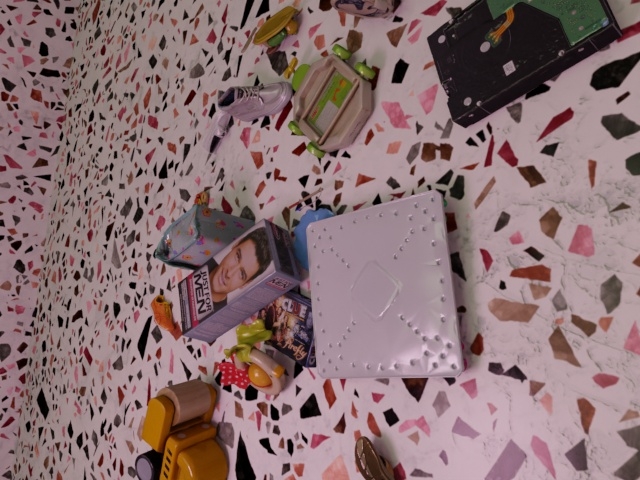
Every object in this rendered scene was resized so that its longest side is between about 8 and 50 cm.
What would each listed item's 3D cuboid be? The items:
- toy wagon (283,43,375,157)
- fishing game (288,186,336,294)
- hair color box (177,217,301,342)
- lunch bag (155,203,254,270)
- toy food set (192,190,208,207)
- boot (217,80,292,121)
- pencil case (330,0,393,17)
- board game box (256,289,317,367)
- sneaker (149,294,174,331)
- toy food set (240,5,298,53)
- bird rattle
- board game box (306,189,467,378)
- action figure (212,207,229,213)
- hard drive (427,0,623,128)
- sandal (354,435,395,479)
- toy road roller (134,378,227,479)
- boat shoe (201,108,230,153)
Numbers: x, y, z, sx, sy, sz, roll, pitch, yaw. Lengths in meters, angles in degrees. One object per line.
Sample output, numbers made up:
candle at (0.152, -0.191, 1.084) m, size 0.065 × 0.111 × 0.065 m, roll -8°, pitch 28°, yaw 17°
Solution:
toy wagon at (0.009, -0.404, 1.464) m, size 0.267 × 0.068 × 0.344 m, roll -56°, pitch 48°, yaw 22°
fishing game at (0.000, 0.000, 1.419) m, size 0.189 × 0.041 × 0.264 m, roll -27°, pitch 72°, yaw 39°
hair color box at (-0.243, 0.122, 1.512) m, size 0.374 × 0.113 × 0.186 m, roll -34°, pitch 52°, yaw 23°
lunch bag at (-0.363, 0.023, 1.648) m, size 0.262 × 0.223 × 0.160 m, roll -33°, pitch 53°, yaw 37°
toy food set at (-0.429, -0.137, 1.889) m, size 0.083 × 0.020 × 0.083 m, roll 13°, pitch 92°, yaw 45°
boot at (-0.214, -0.444, 1.654) m, size 0.258 × 0.123 × 0.095 m, roll -13°, pitch 73°, yaw 43°
pencil case at (0.140, -0.768, 1.332) m, size 0.183 × 0.159 × 0.411 m, roll 11°, pitch 91°, yaw 60°
board game box at (-0.084, 0.226, 1.457) m, size 0.243 × 0.042 × 0.165 m, roll 19°, pitch 96°, yaw 45°
sneaker at (-0.580, 0.266, 1.940) m, size 0.067 × 0.064 × 0.175 m, roll -52°, pitch 53°, yaw 13°
toy food set at (-0.141, -0.652, 1.669) m, size 0.217 × 0.071 × 0.128 m, roll -12°, pitch 50°, yaw 41°
bird rattle at (-0.192, 0.359, 1.465) m, size 0.206 × 0.143 × 0.254 m, roll 32°, pitch 131°, yaw 18°
board game box at (0.138, 0.116, 1.222) m, size 0.389 × 0.050 × 0.391 m, roll -13°, pitch 76°, yaw 40°
action figure at (-0.358, -0.091, 1.805) m, size 0.115 × 0.030 × 0.038 m, roll 9°, pitch 94°, yaw 48°
hard drive at (0.396, -0.415, 1.077) m, size 0.338 × 0.064 × 0.237 m, roll -30°, pitch 63°, yaw 39°
sandal at (0.139, 0.522, 1.180) m, size 0.180 × 0.049 × 0.072 m, roll 51°, pitch 124°, yaw 21°
toy road roller at (-0.393, 0.615, 1.598) m, size 0.240 × 0.202 × 0.330 m, roll 19°, pitch 101°, yaw 33°
boat shoe at (-0.355, -0.381, 1.831) m, size 0.184 × 0.066 × 0.063 m, roll -47°, pitch 63°, yaw 28°
